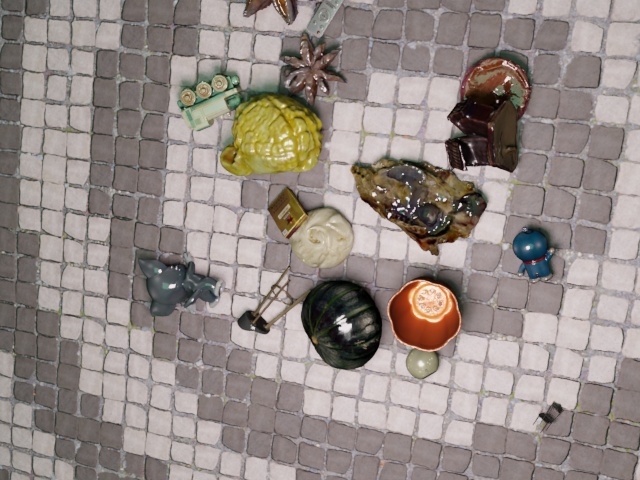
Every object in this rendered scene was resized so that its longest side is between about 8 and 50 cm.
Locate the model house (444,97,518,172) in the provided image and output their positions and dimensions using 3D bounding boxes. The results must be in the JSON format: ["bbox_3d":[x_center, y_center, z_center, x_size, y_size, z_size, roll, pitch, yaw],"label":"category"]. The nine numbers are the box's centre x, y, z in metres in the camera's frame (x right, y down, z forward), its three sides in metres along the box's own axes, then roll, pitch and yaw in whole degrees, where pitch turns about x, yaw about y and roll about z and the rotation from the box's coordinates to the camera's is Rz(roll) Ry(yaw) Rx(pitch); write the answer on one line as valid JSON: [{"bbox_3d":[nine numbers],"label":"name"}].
[{"bbox_3d":[0.397,-0.264,1.684,0.164,0.141,0.203,19,127,40],"label":"model house"}]

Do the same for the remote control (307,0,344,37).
[{"bbox_3d":[0.031,-0.632,1.795,0.050,0.027,0.184,39,110,8],"label":"remote control"}]

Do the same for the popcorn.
[{"bbox_3d":[-0.133,-0.290,1.812,0.286,0.174,0.225,-1,87,24],"label":"popcorn"}]

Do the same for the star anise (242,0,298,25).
[{"bbox_3d":[-0.106,-0.731,1.772,0.331,0.117,0.332,4,99,23],"label":"star anise"}]

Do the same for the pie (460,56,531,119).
[{"bbox_3d":[0.443,-0.375,1.707,0.182,0.049,0.182,2,100,10],"label":"pie"}]

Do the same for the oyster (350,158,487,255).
[{"bbox_3d":[0.253,-0.125,1.774,0.361,0.096,0.221,38,98,4],"label":"oyster"}]

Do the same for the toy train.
[{"bbox_3d":[-0.305,-0.392,1.892,0.194,0.081,0.125,-19,103,14],"label":"toy train"}]

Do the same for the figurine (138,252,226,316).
[{"bbox_3d":[-0.397,0.149,1.959,0.265,0.140,0.193,17,121,35],"label":"figurine"}]

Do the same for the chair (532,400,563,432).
[{"bbox_3d":[0.607,0.472,1.792,0.037,0.042,0.086,44,70,4],"label":"chair"}]

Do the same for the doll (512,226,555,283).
[{"bbox_3d":[0.546,0.034,1.723,0.114,0.085,0.152,-18,103,28],"label":"doll"}]

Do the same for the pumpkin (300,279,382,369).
[{"bbox_3d":[0.064,0.227,1.822,0.250,0.216,0.250,16,112,44],"label":"pumpkin"}]

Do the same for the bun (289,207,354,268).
[{"bbox_3d":[0.000,0.000,1.850,0.183,0.102,0.183,3,101,14],"label":"bun"}]

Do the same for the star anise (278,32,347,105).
[{"bbox_3d":[-0.023,-0.467,1.810,0.182,0.065,0.195,-14,92,16],"label":"star anise"}]

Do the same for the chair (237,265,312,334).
[{"bbox_3d":[-0.132,0.188,1.918,0.095,0.104,0.221,43,104,-12],"label":"chair"}]

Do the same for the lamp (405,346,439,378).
[{"bbox_3d":[0.256,0.299,1.840,0.091,0.091,0.163,-38,72,16],"label":"lamp"}]

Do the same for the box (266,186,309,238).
[{"bbox_3d":[-0.092,-0.077,1.865,0.090,0.023,0.133,-49,45,15],"label":"box"}]

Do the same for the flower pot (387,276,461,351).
[{"bbox_3d":[0.281,0.181,1.763,0.190,0.173,0.191,2,97,15],"label":"flower pot"}]
